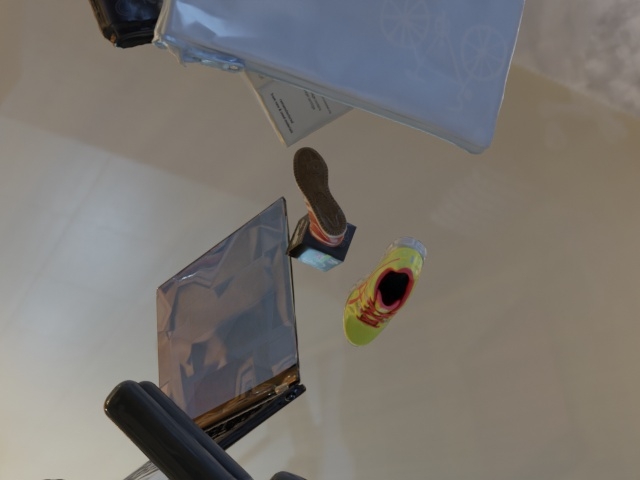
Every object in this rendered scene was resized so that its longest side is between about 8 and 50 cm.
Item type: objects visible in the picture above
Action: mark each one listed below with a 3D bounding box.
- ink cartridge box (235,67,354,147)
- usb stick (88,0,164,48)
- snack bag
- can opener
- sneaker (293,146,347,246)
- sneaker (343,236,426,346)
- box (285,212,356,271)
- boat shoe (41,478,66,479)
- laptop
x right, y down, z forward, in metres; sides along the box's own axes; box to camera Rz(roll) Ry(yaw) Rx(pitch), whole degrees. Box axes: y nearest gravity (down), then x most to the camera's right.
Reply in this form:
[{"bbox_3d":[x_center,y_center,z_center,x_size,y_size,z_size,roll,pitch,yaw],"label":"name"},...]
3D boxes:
[{"bbox_3d":[0.014,-0.213,1.215,0.208,0.153,0.087,-30,-46,-2],"label":"ink cartridge box"},{"bbox_3d":[-0.227,-0.322,1.188,0.077,0.278,0.045,-14,-15,-31],"label":"usb stick"},{"bbox_3d":[0.048,-0.258,0.896,0.323,0.343,0.037,14,-4,-34],"label":"snack bag"},{"bbox_3d":[-0.086,0.222,1.121,0.093,0.280,0.074,-55,-20,2],"label":"can opener"},{"bbox_3d":[-0.002,-0.048,1.381,0.042,0.119,0.067,-19,-18,-7],"label":"sneaker"},{"bbox_3d":[0.093,0.093,1.850,0.081,0.094,0.209,25,-61,-6],"label":"sneaker"},{"bbox_3d":[0.000,0.000,1.494,0.062,0.052,0.083,24,-16,-10],"label":"box"},{"bbox_3d":[-0.171,0.214,0.747,0.049,0.056,0.152,7,-61,21],"label":"boat shoe"},{"bbox_3d":[-0.218,0.184,1.593,0.382,0.408,0.236,-34,-91,48],"label":"laptop"}]
